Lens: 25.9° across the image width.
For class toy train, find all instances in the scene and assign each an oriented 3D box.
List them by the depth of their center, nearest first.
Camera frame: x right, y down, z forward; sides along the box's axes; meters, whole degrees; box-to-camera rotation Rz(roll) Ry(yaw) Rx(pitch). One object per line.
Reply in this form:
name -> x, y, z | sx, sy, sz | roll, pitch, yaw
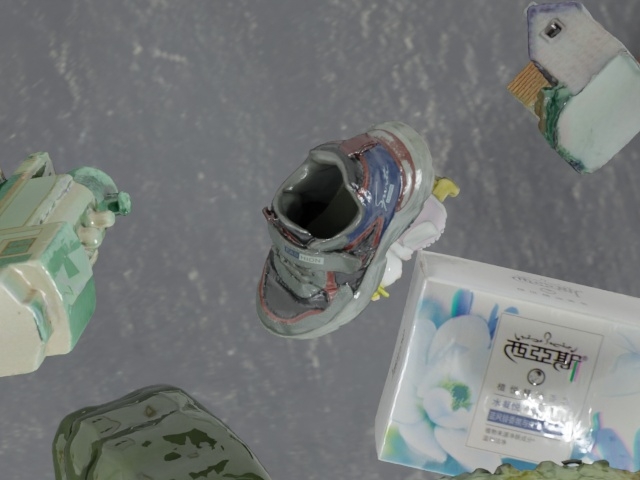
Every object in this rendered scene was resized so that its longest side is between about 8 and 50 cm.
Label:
toy train -> -0.180, 0.010, 0.802 | 0.194, 0.125, 0.081 | -72, 150, -60

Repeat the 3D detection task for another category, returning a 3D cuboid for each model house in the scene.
model house -> 0.179, -0.120, 1.011 | 0.088, 0.100, 0.101 | -44, 145, 10

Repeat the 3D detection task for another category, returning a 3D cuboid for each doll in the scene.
doll -> 0.099, -0.002, 1.768 | 0.081, 0.129, 0.207 | 45, 73, -25

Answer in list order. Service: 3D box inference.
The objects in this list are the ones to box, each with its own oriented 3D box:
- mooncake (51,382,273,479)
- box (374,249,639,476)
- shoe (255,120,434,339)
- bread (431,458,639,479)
mooncake -> -0.176, 0.347, 1.554 | 0.187, 0.351, 0.351 | -19, 90, -34
box -> 0.210, 0.144, 1.425 | 0.274, 0.116, 0.203 | 13, 105, -2
shoe -> 0.000, -0.001, 1.170 | 0.099, 0.227, 0.125 | 42, 26, 21
bread -> 0.107, 0.296, 0.851 | 0.395, 0.264, 0.239 | -14, 104, 10
